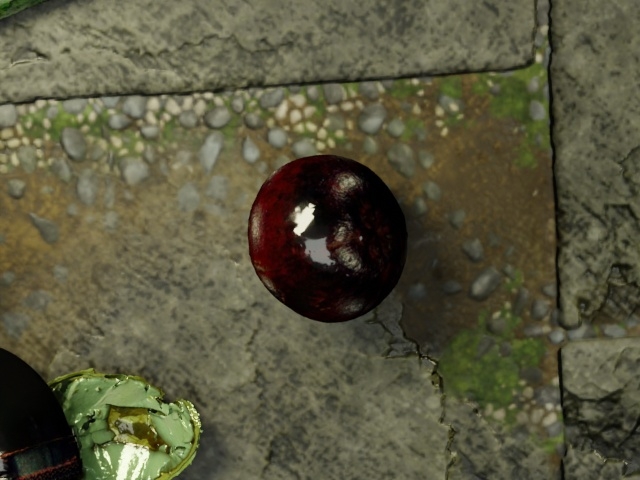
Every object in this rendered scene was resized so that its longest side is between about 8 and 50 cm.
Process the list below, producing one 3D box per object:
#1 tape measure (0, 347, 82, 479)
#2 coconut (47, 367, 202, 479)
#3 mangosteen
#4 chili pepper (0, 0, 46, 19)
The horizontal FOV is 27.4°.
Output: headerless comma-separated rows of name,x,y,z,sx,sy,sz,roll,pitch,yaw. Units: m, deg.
tape measure,-0.320,0.193,1.172,0.222,0.135,0.202,8,108,28
coconut,-0.196,0.182,1.228,0.158,0.055,0.133,26,103,-4
mangosteen,0.000,0.000,1.160,0.152,0.152,0.153,0,101,-1
chili pepper,-0.268,-0.222,1.146,0.226,0.059,0.088,-31,105,7
